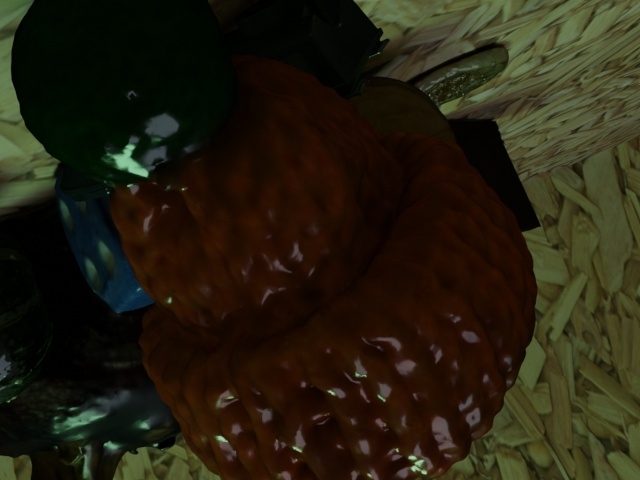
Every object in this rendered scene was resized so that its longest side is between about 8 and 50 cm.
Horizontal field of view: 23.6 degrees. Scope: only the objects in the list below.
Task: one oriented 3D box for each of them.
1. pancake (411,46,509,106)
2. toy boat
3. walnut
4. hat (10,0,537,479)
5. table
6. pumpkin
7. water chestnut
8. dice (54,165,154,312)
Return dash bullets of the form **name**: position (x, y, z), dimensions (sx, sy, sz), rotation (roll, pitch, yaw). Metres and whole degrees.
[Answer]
- **pancake**: position (0.151, -0.183, 1.775), dimensions (0.152, 0.025, 0.151), rotation (-25, 175, -2)
- **toy boat**: position (-0.087, -0.093, 1.186), dimensions (0.296, 0.122, 0.114), rotation (-24, -162, 27)
- **walnut**: position (0.035, -0.083, 1.555), dimensions (0.207, 0.167, 0.167), rotation (-15, 175, 5)
- **hat**: position (-0.057, -0.018, 1.011), dimensions (0.285, 0.400, 0.285), rotation (-36, -157, 18)
- **table**: position (0.152, -0.039, 2.247), dimensions (0.251, 0.196, 0.282), rotation (-27, 174, 21)
- **pumpkin**: position (-0.320, 0.064, 1.361), dimensions (0.146, 0.190, 0.190), rotation (-20, 174, -9)
- **water chestnut**: position (-0.257, 0.143, 1.612), dimensions (0.335, 0.346, 0.335), rotation (-14, 176, -1)
- **dice**: position (-0.154, -0.023, 1.410), dimensions (0.143, 0.146, 0.146), rotation (-23, 174, -27)
